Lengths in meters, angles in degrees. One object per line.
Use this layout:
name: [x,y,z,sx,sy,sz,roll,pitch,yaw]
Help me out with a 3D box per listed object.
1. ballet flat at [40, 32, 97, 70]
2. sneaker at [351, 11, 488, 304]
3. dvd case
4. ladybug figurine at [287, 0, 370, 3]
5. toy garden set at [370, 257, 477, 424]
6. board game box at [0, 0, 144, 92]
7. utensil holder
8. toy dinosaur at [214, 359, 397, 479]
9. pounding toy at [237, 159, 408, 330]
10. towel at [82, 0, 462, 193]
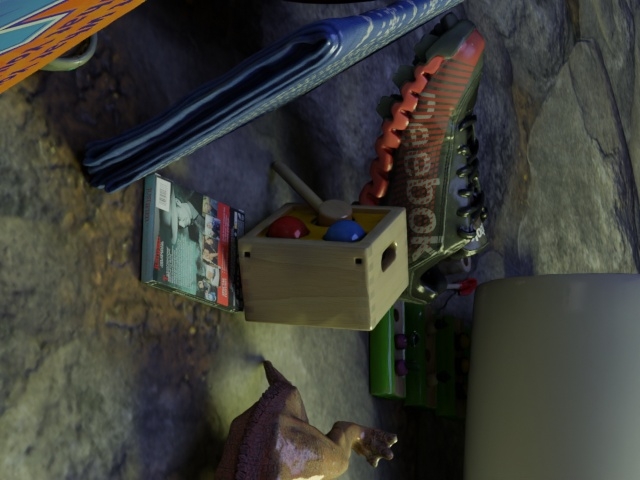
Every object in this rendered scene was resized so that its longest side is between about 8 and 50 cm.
ballet flat: [-0.194,-0.212,0.831,0.072,0.068,0.213,-29,117,-27]
sneaker: [0.102,-0.059,1.127,0.097,0.135,0.276,-41,154,-63]
dvd case: [-0.098,0.004,1.010,0.119,0.013,0.087,24,61,-56]
ladybug figurine: [0.001,-0.321,1.078,0.305,0.162,0.449,50,35,5]
toy garden set: [0.133,0.078,1.336,0.244,0.049,0.204,25,60,-54]
board game box: [-0.268,-0.163,0.335,0.356,0.356,0.356,-34,100,-46]
utensil holder: [0.290,0.240,1.242,0.327,0.327,0.385,16,74,-57]
toy dinosaur: [-0.042,0.198,0.949,0.200,0.127,0.296,33,48,-42]
pounding toy: [0.000,0.000,1.070,0.141,0.130,0.100,-43,133,-63]
towel: [-0.010,-0.139,0.985,0.040,0.243,0.336,61,33,-5]
